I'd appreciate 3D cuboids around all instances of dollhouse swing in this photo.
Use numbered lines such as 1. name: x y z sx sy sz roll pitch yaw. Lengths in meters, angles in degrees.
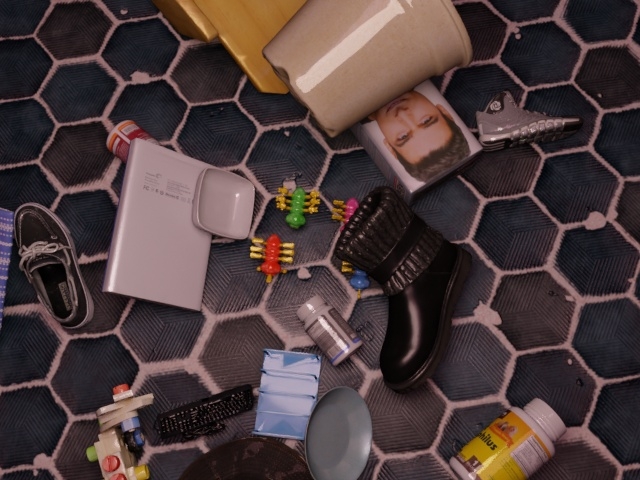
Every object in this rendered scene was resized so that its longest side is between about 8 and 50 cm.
1. dollhouse swing: -0.148 -0.555 1.592 0.347 0.305 0.315 -44 36 -8

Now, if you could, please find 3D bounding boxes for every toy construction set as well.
1. toy construction set: -0.370 0.437 1.252 0.151 0.215 0.327 -6 75 0

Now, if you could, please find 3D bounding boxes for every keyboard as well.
1. keyboard: -0.219 0.351 1.326 0.192 0.100 0.038 -15 39 -18

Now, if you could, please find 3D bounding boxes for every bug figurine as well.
1. bug figurine: 0.000 0.000 1.427 0.279 0.072 0.216 10 82 0

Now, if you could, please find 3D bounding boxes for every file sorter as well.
1. file sorter: -0.067 0.303 1.334 0.118 0.104 0.170 6 75 3

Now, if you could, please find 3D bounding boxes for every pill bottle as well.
1. pill bottle: -0.391 -0.190 1.489 0.152 0.086 0.086 40 80 12
2. pill bottle: 0.016 0.182 1.376 0.078 0.078 0.137 -38 77 -8
3. pill bottle: 0.359 0.400 1.283 0.215 0.117 0.117 -38 77 -8

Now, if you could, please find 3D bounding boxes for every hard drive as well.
1. hard drive: -0.322 -0.028 1.401 0.210 0.040 0.318 19 71 -39

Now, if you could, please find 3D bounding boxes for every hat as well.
1. hat: -0.150 0.529 1.237 0.332 0.134 0.330 -1 84 10

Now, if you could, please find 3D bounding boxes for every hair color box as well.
1. hair color box: 0.163 -0.279 1.476 0.185 0.113 0.374 -33 77 -6

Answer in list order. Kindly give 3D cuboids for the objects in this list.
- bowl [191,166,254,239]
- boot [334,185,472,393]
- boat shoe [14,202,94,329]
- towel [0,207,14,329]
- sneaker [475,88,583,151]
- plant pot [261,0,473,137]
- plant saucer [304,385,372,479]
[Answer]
1. bowl: -0.215 -0.075 1.440 0.053 0.142 0.141 -9 70 44
2. boot: 0.134 0.094 1.314 0.260 0.131 0.347 33 66 -26
3. boat shoe: -0.581 0.045 1.423 0.113 0.105 0.306 -23 75 -4
4. towel: -0.763 0.072 1.385 0.244 0.040 0.335 15 104 5
5. sneaker: 0.452 -0.281 1.482 0.229 0.086 0.132 -10 72 1
6. plant pot: 0.069 -0.376 1.310 0.305 0.334 0.333 -40 77 5
7. plant saucer: 0.026 0.378 1.297 0.038 0.195 0.194 -7 70 42
